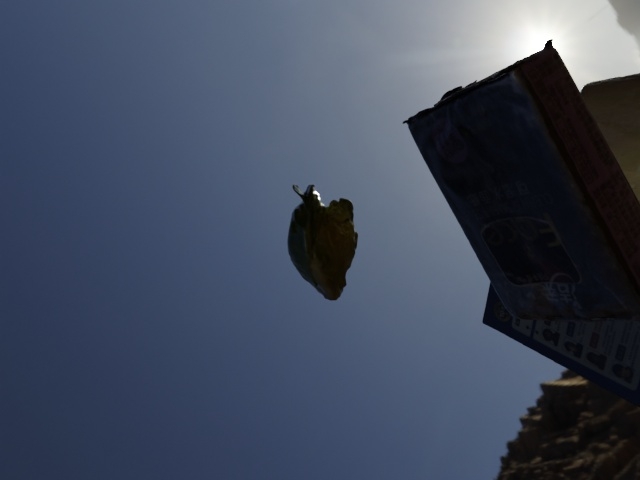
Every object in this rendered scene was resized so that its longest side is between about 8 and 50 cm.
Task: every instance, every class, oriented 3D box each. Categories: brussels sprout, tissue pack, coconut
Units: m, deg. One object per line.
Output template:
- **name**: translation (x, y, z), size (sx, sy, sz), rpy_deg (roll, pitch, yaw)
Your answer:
- **brussels sprout**: translation (-0.003, 0.001, 1.003), size (0.139, 0.101, 0.181), rpy_deg (-11, -76, -64)
- **tissue pack**: translation (0.292, -0.060, 0.862), size (0.122, 0.259, 0.361), rpy_deg (-33, -80, -21)
- **coconut**: translation (0.733, -0.200, 1.453), size (0.415, 0.415, 0.344), rpy_deg (31, -123, -22)

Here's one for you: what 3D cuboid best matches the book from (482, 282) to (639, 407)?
- **book**: translation (0.498, 0.112, 1.155), size (0.039, 0.300, 0.428), rpy_deg (-13, -152, -37)
